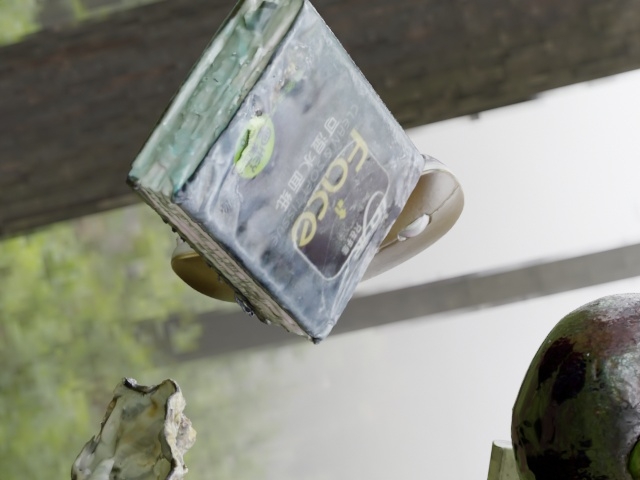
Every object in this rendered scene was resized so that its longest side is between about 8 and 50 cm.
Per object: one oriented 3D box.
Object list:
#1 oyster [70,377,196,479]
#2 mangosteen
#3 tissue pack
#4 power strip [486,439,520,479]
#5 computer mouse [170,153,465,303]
[{"bbox_3d":[-0.192,0.245,1.980,0.083,0.214,0.223,25,19,-22],"label":"oyster"},{"bbox_3d":[0.264,0.142,1.548,0.216,0.216,0.216,-13,90,-80],"label":"mangosteen"},{"bbox_3d":[-0.026,-0.050,1.402,0.173,0.073,0.235,-58,145,-13],"label":"tissue pack"},{"bbox_3d":[0.184,0.272,1.739,0.034,0.092,0.268,-54,153,-81],"label":"power strip"},{"bbox_3d":[0.000,0.000,1.595,0.126,0.245,0.056,52,22,-62],"label":"computer mouse"}]
